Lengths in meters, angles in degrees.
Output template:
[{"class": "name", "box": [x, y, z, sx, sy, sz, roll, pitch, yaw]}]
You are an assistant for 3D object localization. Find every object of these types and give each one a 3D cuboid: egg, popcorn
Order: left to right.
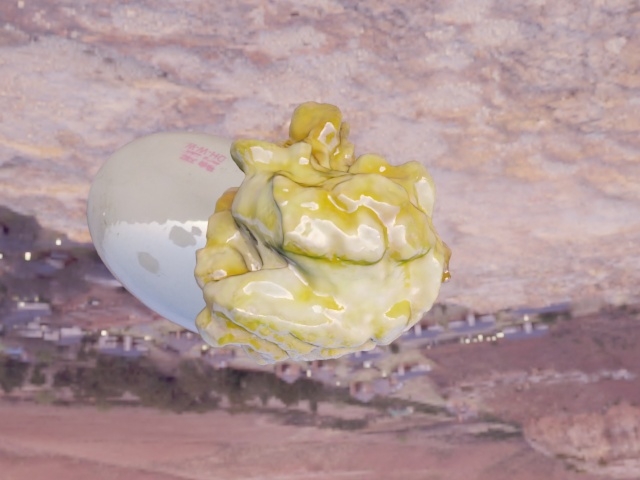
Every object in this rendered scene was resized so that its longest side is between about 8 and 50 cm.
[{"class": "egg", "box": [-0.101, 0.006, 1.011, 0.370, 0.230, 0.230, 26, 159, 2]}, {"class": "popcorn", "box": [-0.001, 0.000, 0.638, 0.167, 0.186, 0.187, 18, 124, -38]}]
